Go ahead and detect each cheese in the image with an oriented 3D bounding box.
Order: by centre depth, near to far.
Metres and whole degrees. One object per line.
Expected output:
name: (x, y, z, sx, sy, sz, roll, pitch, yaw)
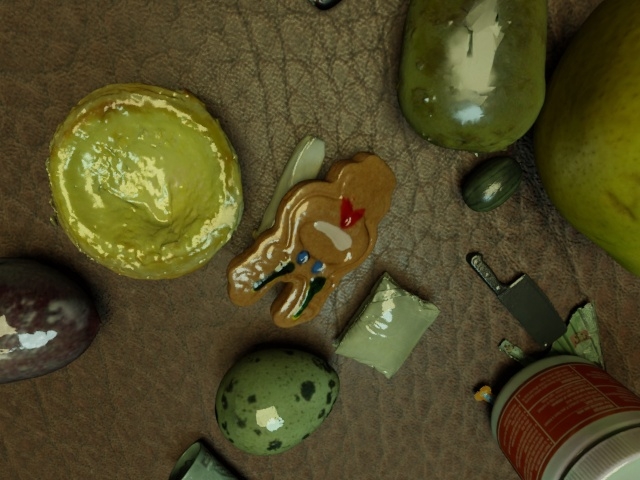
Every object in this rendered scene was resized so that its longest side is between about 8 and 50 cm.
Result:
cheese: (0.361, 0.328, 0.822, 0.111, 0.017, 0.047, 32, 103, -9)

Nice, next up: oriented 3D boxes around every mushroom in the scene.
mushroom: (-0.051, -0.076, 0.683, 0.084, 0.071, 0.209, 11, 108, -38)

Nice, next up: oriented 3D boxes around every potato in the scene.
potato: (0.215, -0.277, 0.582, 0.209, 0.173, 0.308, 3, 103, 6)

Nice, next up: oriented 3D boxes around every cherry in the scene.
cherry: (-0.516, 0.136, 0.685, 0.265, 0.184, 0.214, 1, 115, -17)

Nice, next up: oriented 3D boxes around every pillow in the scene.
pillow: (0.118, 0.164, 0.752, 0.134, 0.078, 0.181, 31, 104, -9)

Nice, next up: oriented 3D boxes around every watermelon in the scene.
watermelon: (0.287, -0.096, 0.681, 0.110, 0.078, 0.078, -45, 101, 5)

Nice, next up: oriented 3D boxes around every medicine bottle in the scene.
medicine bottle: (0.467, 0.366, 0.707, 0.252, 0.241, 0.253, -2, 107, -6)

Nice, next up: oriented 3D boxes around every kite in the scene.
kite: (0.472, 0.263, 0.816, 0.267, 0.013, 0.323, 24, 106, -8)

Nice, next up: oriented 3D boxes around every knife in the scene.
knife: (0.371, 0.101, 0.762, 0.072, 0.019, 0.245, -43, 99, 9)

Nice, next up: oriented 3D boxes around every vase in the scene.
vase: (-0.199, 0.522, 0.843, 0.096, 0.096, 0.219, -43, 105, 10)

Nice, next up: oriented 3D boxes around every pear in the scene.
pear: (0.487, -0.136, 0.537, 0.362, 0.362, 0.419, -21, 101, 5)

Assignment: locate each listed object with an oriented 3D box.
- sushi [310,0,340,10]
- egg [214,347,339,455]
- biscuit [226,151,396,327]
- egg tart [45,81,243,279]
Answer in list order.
sushi: (0.019, -0.385, 0.615, 0.083, 0.044, 0.046, -34, 102, 10)
egg: (-0.075, 0.281, 0.734, 0.227, 0.177, 0.177, -15, 106, -14)
biscuit: (0.000, 0.000, 0.677, 0.334, 0.047, 0.202, -49, 126, 0)
egg tart: (-0.268, -0.092, 0.657, 0.314, 0.120, 0.315, -1, 105, -2)
